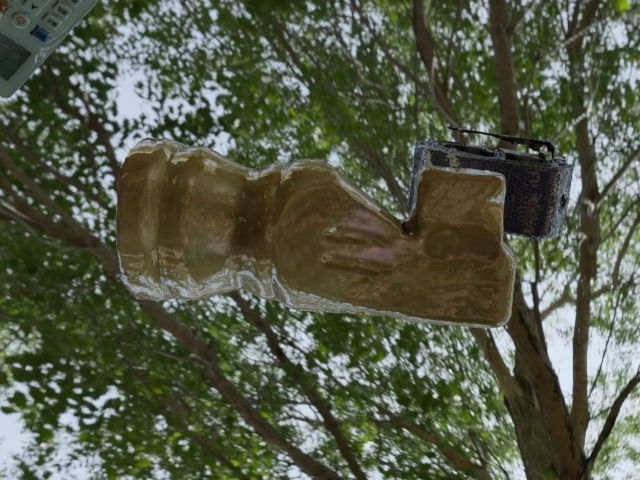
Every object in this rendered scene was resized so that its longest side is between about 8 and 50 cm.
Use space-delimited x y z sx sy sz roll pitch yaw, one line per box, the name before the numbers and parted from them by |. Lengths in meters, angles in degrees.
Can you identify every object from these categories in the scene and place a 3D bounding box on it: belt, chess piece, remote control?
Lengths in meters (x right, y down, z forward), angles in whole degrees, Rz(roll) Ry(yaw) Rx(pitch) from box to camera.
belt | 0.228 -0.085 1.032 0.230 0.139 0.126 16 -72 39
chess piece | 0.000 0.000 0.588 0.301 0.137 0.137 7 -109 7
remote control | -0.191 -0.172 0.519 0.162 0.061 0.029 -40 -142 17
